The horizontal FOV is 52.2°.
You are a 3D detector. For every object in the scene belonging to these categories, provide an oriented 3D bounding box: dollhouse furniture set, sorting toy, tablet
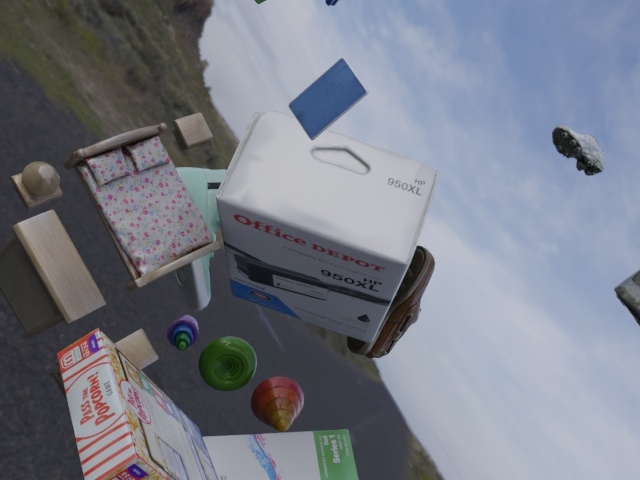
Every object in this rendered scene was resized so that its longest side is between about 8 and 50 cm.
[{"bbox_3d":[-0.202,-0.001,0.832,0.174,0.355,0.303,-22,-83,52],"label":"dollhouse furniture set"},{"bbox_3d":[-0.176,0.299,1.388,0.365,0.127,0.126,42,4,-17],"label":"sorting toy"},{"bbox_3d":[0.008,-0.155,0.718,0.054,0.083,0.006,58,18,17],"label":"tablet"}]

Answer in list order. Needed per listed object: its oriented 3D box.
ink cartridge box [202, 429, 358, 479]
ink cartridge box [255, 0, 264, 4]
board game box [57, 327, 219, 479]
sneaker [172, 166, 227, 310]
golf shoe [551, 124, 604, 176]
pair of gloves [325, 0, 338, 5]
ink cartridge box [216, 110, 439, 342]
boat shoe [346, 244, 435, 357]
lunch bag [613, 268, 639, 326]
[{"bbox_3d":[-0.091,0.431,1.107,0.117,0.278,0.201,-102,-164,-52],"label":"ink cartridge box"},{"bbox_3d":[-0.019,-0.614,1.192,0.207,0.353,0.119,55,39,-28],"label":"ink cartridge box"},{"bbox_3d":[-0.147,0.187,0.579,0.147,0.045,0.193,51,-9,47],"label":"board game box"},{"bbox_3d":[-0.193,-0.009,1.175,0.094,0.151,0.256,-4,-85,52],"label":"sneaker"},{"bbox_3d":[0.660,-0.245,1.667,0.176,0.086,0.069,40,-25,-21],"label":"golf shoe"},{"bbox_3d":[0.074,-0.450,1.078,0.023,0.159,0.198,58,5,-6],"label":"pair of gloves"},{"bbox_3d":[0.000,0.000,1.069,0.285,0.166,0.395,19,-25,5],"label":"ink cartridge box"},{"bbox_3d":[0.181,0.146,1.536,0.104,0.307,0.111,21,25,-32],"label":"boat shoe"},{"bbox_3d":[0.530,0.090,0.741,0.212,0.256,0.305,42,19,-17],"label":"lunch bag"}]
